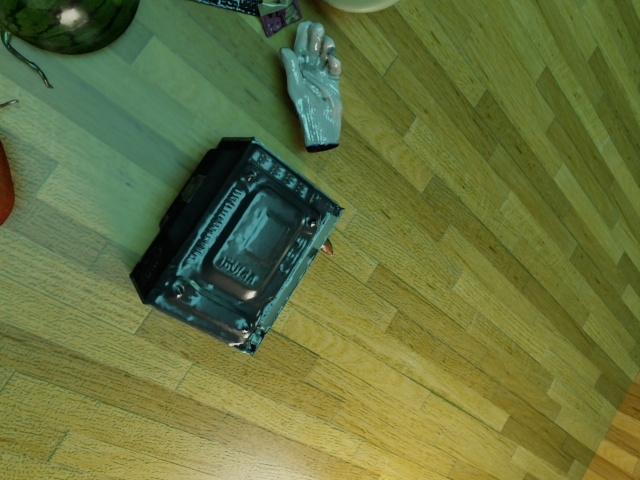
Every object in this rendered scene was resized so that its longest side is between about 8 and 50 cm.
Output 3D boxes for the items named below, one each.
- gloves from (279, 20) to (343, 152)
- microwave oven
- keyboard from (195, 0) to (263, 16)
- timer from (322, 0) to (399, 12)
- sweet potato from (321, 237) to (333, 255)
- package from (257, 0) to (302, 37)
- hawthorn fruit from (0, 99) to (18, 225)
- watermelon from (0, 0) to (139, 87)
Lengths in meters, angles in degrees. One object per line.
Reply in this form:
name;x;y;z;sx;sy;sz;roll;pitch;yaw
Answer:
gloves;-0.013;-0.274;0.804;0.119;0.097;0.228;-13;112;-31
microwave oven;-0.138;0.006;0.745;0.238;0.181;0.295;36;83;-31
keyboard;-0.198;-0.423;0.710;0.231;0.023;0.072;0;103;-29
timer;0.121;-0.582;0.746;0.315;0.291;0.290;-51;122;-38
sweet potato;0.000;0.000;0.908;0.034;0.034;0.095;-49;130;-12
package;-0.069;-0.403;0.780;0.083;0.029;0.059;-38;139;-15
hawthorn fruit;-0.474;-0.107;0.559;0.163;0.163;0.203;12;80;-31
watermelon;-0.351;-0.354;0.580;0.232;0.127;0.204;-43;121;-8
